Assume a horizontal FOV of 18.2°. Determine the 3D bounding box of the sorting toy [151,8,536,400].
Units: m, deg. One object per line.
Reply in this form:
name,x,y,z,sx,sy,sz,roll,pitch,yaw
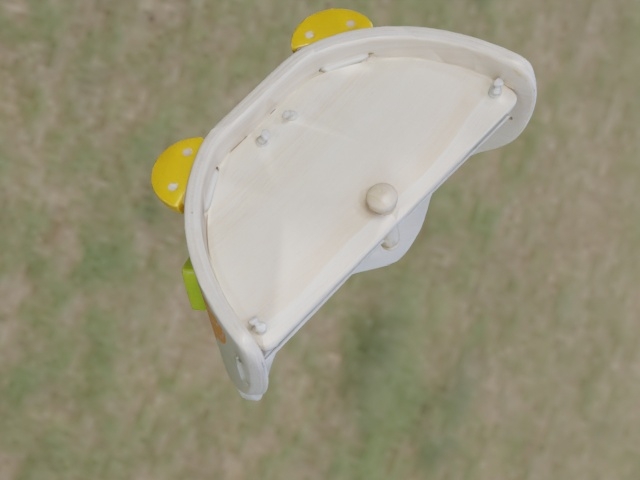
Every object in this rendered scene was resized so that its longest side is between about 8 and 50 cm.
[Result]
sorting toy,0.000,0.000,0.411,0.083,0.045,0.075,-45,158,-22
